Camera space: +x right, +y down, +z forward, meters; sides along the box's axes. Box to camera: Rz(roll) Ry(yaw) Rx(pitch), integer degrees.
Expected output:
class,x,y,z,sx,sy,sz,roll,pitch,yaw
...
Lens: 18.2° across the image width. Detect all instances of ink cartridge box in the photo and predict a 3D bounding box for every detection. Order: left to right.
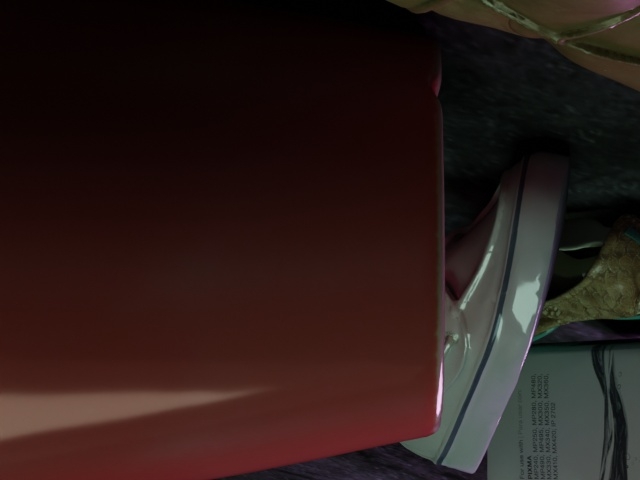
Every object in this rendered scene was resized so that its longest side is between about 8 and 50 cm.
class,x,y,z,sx,sy,sz,roll,pitch,yaw
ink cartridge box,0.247,0.112,1.286,0.237,0.100,0.172,-5,176,42

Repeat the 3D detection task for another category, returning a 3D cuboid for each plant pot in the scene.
class,x,y,z,sx,sy,sz,roll,pitch,yaw
plant pot,-0.063,-0.003,0.971,0.243,0.275,0.275,0,162,3

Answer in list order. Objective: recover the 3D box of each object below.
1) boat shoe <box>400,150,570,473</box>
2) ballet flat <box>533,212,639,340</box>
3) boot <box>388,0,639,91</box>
class,x,y,z,sx,sy,sz,roll,pitch,yaw
boat shoe,0.080,0.044,1.162,0.084,0.095,0.258,16,133,2
ballet flat,0.146,0.019,1.223,0.067,0.073,0.206,46,150,-13
boot,0.180,-0.096,0.774,0.269,0.089,0.236,19,174,-20
